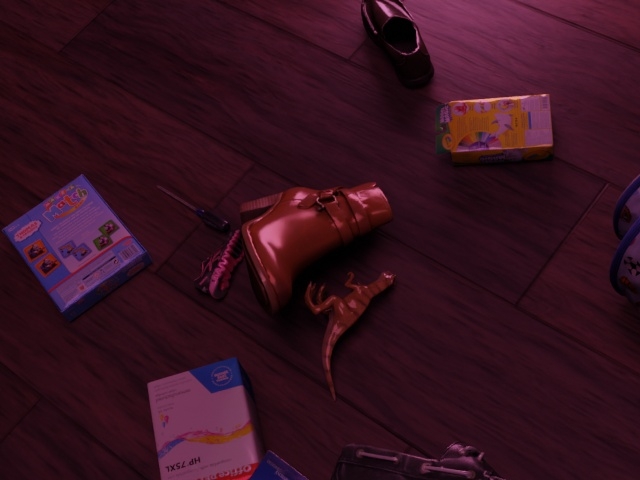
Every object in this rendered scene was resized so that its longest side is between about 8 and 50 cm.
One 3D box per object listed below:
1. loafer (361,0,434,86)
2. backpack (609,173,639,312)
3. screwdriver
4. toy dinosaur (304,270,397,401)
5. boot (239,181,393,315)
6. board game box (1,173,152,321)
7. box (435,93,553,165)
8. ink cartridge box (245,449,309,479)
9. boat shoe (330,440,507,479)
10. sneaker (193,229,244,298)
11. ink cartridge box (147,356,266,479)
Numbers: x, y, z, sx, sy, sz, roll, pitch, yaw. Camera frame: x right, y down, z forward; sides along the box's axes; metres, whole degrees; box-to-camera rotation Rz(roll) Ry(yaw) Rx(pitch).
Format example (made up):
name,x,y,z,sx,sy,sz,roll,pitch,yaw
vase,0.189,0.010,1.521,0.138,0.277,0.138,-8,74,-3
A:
name,x,y,z,sx,sy,sz,roll,pitch,yaw
loafer,0.130,-0.358,1.768,0.080,0.078,0.220,-26,56,-4
backpack,0.496,-0.006,1.354,0.263,0.276,0.213,-42,53,-7
screwdriver,-0.206,-0.052,1.689,0.170,0.025,0.024,28,68,37
toy dinosaur,0.029,0.107,1.497,0.112,0.064,0.211,27,67,25
boot,0.000,0.000,1.516,0.220,0.109,0.283,-11,22,-2
board game box,-0.389,0.008,1.674,0.160,0.039,0.211,-37,58,-12
box,0.269,-0.170,1.636,0.179,0.043,0.105,-1,57,9
ink cartridge box,-0.107,0.430,1.268,0.165,0.065,0.333,30,82,27
boat shoe,0.165,0.304,1.300,0.335,0.121,0.119,3,62,17
sneaker,-0.156,0.032,1.605,0.057,0.047,0.119,7,57,31
ink cartridge box,-0.145,0.288,1.410,0.134,0.078,0.231,-17,56,2
